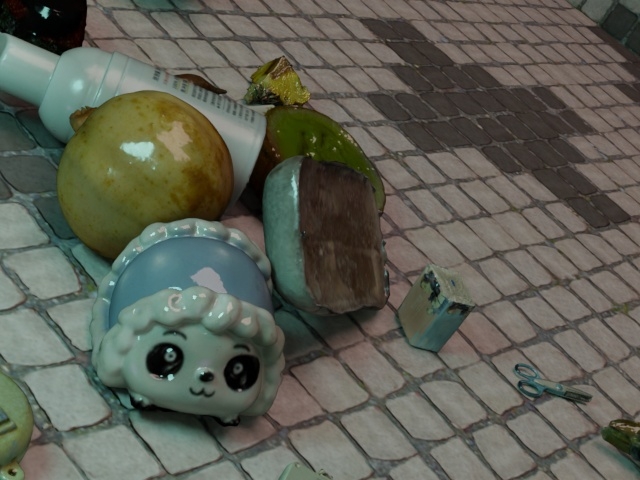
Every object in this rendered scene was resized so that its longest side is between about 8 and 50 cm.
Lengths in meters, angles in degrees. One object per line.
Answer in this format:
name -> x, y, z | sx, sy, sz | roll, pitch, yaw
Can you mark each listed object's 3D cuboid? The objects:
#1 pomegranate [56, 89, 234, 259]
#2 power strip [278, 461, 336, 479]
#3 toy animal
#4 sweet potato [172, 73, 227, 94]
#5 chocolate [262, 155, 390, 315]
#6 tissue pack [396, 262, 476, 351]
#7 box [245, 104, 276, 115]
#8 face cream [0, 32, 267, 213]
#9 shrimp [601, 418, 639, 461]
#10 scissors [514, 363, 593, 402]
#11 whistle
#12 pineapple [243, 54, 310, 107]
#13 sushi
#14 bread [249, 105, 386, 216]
pomegranate -> -0.202, -0.073, 1.350 | 0.207, 0.207, 0.207 | 23, 31, -14
power strip -> -0.023, 0.290, 1.132 | 0.081, 0.035, 0.192 | 31, 30, 0
toy animal -> -0.127, 0.083, 1.233 | 0.208, 0.156, 0.204 | 15, 29, -19
sweet potato -> -0.184, -0.224, 1.752 | 0.117, 0.049, 0.049 | -6, 46, -46
chocolate -> 0.000, 0.000, 1.428 | 0.100, 0.185, 0.303 | -2, -4, 18
tissue pack -> 0.150, 0.089, 1.531 | 0.058, 0.094, 0.074 | 13, 37, -30
box -> -0.110, -0.152, 1.723 | 0.122, 0.032, 0.220 | 45, 32, 22
face cream -> -0.264, -0.166, 1.498 | 0.369, 0.145, 0.145 | 21, 31, -14
shrimp -> 0.513, 0.293, 1.586 | 0.317, 0.077, 0.168 | 27, 20, -16
scissors -> 0.319, 0.202, 1.595 | 0.119, 0.014, 0.058 | 19, 36, -15
whistle -> -0.352, 0.128, 1.052 | 0.258, 0.067, 0.126 | 39, 30, 19
pineapple -> -0.078, -0.249, 1.867 | 0.114, 0.077, 0.114 | 36, 43, 17
sushi -> -0.393, -0.299, 1.609 | 0.136, 0.126, 0.225 | 11, 29, -28
bread -> -0.008, -0.091, 1.652 | 0.236, 0.070, 0.236 | 30, 34, -23
